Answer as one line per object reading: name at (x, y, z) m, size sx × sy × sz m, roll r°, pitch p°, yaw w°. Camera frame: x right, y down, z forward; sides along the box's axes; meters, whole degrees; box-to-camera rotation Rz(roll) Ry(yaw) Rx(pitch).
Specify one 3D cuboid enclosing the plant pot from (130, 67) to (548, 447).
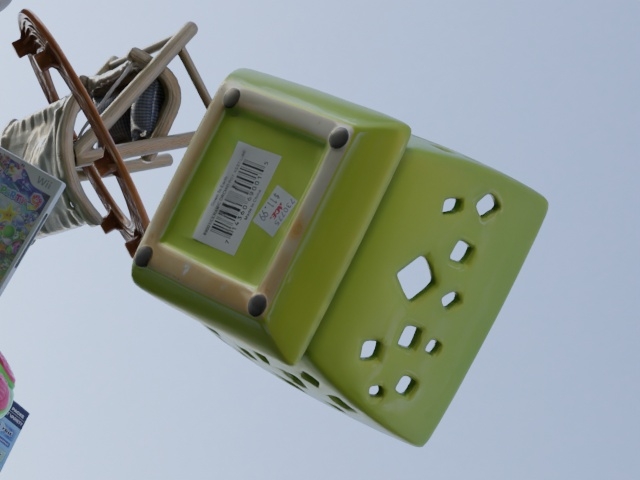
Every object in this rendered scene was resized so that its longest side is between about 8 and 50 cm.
plant pot at (0.000, 0.000, 1.354) m, size 0.227 × 0.207 × 0.228 m, roll 24°, pitch -93°, yaw 43°

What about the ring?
ring at (-0.278, -0.112, 2.021) m, size 0.336 × 0.032 × 0.336 m, roll 57°, pitch -12°, yaw 20°

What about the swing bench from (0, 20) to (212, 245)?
swing bench at (-0.270, -0.127, 2.156) m, size 0.253 × 0.255 × 0.165 m, roll -12°, pitch -72°, yaw 60°

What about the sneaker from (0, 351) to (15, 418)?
sneaker at (-0.417, 0.201, 1.677) m, size 0.185 × 0.202 × 0.483 m, roll 57°, pitch 15°, yaw -32°

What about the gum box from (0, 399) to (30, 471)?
gum box at (-0.405, 0.270, 1.885) m, size 0.041 × 0.184 × 0.157 m, roll 42°, pitch -52°, yaw -20°

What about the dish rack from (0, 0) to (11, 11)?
dish rack at (-0.507, -0.318, 1.963) m, size 0.333 × 0.286 × 0.072 m, roll 96°, pitch -24°, yaw -72°

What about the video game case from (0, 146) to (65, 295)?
video game case at (-0.300, -0.020, 1.602) m, size 0.087 × 0.122 × 0.011 m, roll 29°, pitch -5°, yaw 17°
